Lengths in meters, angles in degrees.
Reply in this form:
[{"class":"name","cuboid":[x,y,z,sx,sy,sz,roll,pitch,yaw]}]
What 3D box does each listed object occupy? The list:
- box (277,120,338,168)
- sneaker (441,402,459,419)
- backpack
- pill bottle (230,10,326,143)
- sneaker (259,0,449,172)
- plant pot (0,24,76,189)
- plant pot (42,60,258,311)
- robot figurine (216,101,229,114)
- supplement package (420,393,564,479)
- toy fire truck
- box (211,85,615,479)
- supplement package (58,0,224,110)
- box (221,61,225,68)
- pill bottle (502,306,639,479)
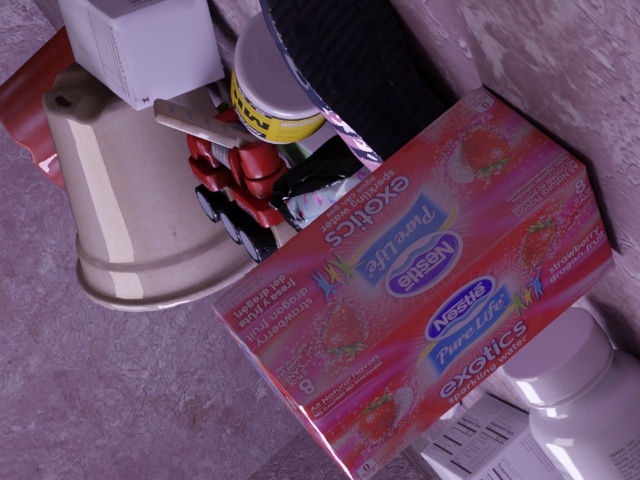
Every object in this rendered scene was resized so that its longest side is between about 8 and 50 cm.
[{"class":"box","cuboid":[0.057,-0.038,1.795,0.232,0.058,0.322,41,170,45]},{"class":"sneaker","cuboid":[0.153,0.252,2.371,0.106,0.123,0.290,40,169,38]},{"class":"backpack","cuboid":[0.045,-0.065,1.500,0.115,0.152,0.182,46,161,-17]},{"class":"pill bottle","cuboid":[-0.037,-0.170,1.458,0.119,0.119,0.208,49,172,2]},{"class":"sneaker","cuboid":[0.035,-0.139,1.253,0.319,0.112,0.131,54,168,-21]},{"class":"plant pot","cuboid":[-0.377,-0.240,2.234,0.272,0.265,0.272,52,-177,-4]},{"class":"plant pot","cuboid":[-0.253,-0.117,2.009,0.334,0.333,0.306,38,151,52]},{"class":"robot figurine","cuboid":[-0.144,-0.170,2.186,0.101,0.067,0.115,56,170,-14]},{"class":"supplement package","cuboid":[0.313,0.392,2.078,0.262,0.145,0.204,52,171,-13]},{"class":"toy fire truck","cuboid":[-0.122,-0.113,1.754,0.217,0.158,0.246,41,156,53]},{"class":"box","cuboid":[0.083,0.036,1.139,0.142,0.300,0.154,44,170,40]},{"class":"supplement package","cuboid":[-0.250,-0.291,1.848,0.244,0.133,0.139,39,147,52]},{"class":"box","cuboid":[-0.213,-0.296,2.087,0.114,0.036,0.207,51,171,-13]},{"class":"pill bottle","cuboid":[0.282,0.182,1.346,0.229,0.131,0.131,52,171,-20]}]
